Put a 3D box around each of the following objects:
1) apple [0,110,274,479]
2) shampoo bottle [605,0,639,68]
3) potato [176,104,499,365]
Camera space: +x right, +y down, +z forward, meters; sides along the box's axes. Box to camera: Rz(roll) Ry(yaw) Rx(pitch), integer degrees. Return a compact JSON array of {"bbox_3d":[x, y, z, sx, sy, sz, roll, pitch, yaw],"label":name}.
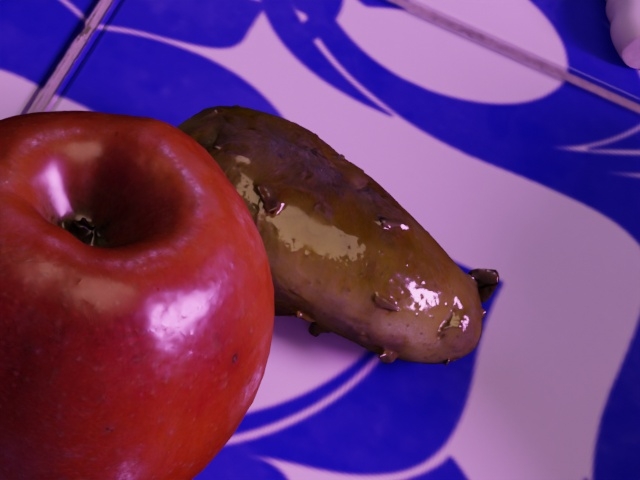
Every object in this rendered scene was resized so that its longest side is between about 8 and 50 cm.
[{"bbox_3d":[-0.134,0.041,1.029,0.218,0.201,0.218,7,47,-8],"label":"apple"},{"bbox_3d":[0.233,-0.193,1.390,0.077,0.045,0.152,2,55,-15],"label":"shampoo bottle"},{"bbox_3d":[0.000,0.000,1.161,0.225,0.090,0.117,32,47,-1],"label":"potato"}]
